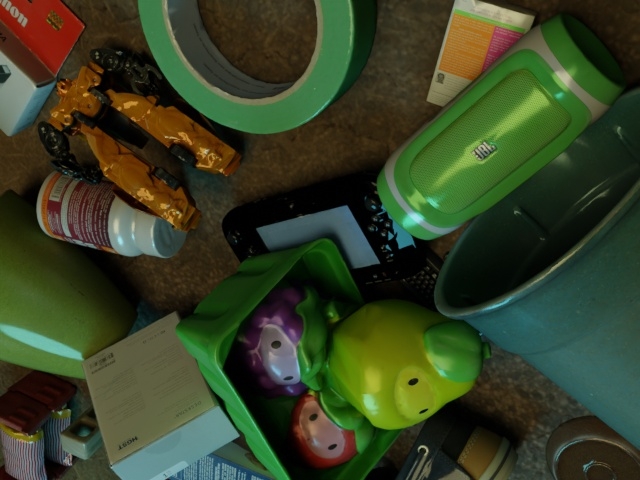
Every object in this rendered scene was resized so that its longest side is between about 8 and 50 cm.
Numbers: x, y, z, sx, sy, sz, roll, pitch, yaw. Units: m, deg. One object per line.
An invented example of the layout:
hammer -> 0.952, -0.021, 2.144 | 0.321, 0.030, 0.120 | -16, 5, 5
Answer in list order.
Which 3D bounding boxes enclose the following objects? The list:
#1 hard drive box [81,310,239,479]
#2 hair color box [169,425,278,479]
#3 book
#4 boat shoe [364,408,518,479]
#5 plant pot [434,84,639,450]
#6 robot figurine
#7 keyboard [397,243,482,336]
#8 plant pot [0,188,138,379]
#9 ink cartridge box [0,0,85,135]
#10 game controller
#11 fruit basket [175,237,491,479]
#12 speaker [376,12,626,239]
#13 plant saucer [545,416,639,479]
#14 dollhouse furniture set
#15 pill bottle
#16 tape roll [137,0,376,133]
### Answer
hard drive box -> -0.255, 0.247, 1.397 | 0.181, 0.232, 0.089 | -29, 131, -4
hair color box -> -0.122, 0.344, 1.479 | 0.347, 0.174, 0.105 | 18, 122, 19
book -> 0.194, -0.221, 1.084 | 0.096, 0.035, 0.144 | 23, 125, 12
boat shoe -> 0.108, 0.444, 1.409 | 0.156, 0.187, 0.500 | 38, 121, 7
plant pot -> 0.362, 0.064, 0.979 | 0.334, 0.341, 0.341 | 44, 128, -8
robot figurine -> -0.272, -0.148, 1.312 | 0.291, 0.085, 0.211 | 36, 89, 12
keyboard -> 0.172, 0.064, 1.259 | 0.180, 0.023, 0.108 | 44, 128, -1
plant pot -> -0.470, 0.107, 1.509 | 0.294, 0.274, 0.275 | 33, 129, -10
ink cartridge box -> -0.524, -0.339, 1.398 | 0.275, 0.060, 0.239 | 45, 129, 0
game controller -> 0.000, 0.000, 1.276 | 0.319, 0.067, 0.166 | -13, 108, 40
fruit basket -> 0.032, 0.192, 1.236 | 0.392, 0.283, 0.392 | 32, 148, 22
speaker -> 0.203, -0.125, 1.046 | 0.131, 0.131, 0.296 | 48, 123, -2
plant saucer -> 0.402, 0.328, 1.273 | 0.168, 0.029, 0.168 | 13, 120, 23
dollhouse furniture set -> -0.453, 0.420, 1.717 | 0.374, 0.152, 0.201 | 18, 123, 20
pill bottle -> -0.327, -0.042, 1.413 | 0.221, 0.121, 0.121 | 12, 121, 23
tape roll -> -0.087, -0.302, 1.166 | 0.321, 0.077, 0.321 | 13, 121, 22
